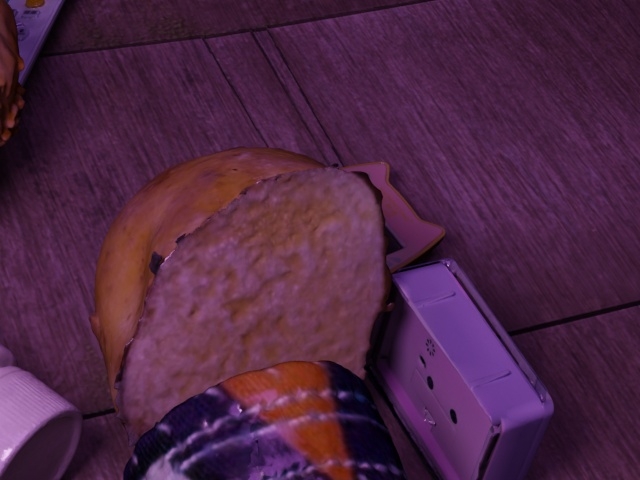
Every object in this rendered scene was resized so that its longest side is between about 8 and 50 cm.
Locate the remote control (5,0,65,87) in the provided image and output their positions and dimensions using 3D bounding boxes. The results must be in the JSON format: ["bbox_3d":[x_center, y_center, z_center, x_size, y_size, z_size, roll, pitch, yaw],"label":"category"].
[{"bbox_3d":[-0.348,-0.221,1.714,0.103,0.051,0.293,4,44,8],"label":"remote control"}]

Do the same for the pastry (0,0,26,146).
[{"bbox_3d":[-0.423,-0.136,1.511,0.284,0.184,0.316,0,53,16],"label":"pastry"}]

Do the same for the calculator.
[{"bbox_3d":[0.000,0.000,1.597,0.236,0.033,0.157,-20,55,-26],"label":"calculator"}]

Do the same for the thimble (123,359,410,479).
[{"bbox_3d":[-0.036,0.213,1.259,0.237,0.237,0.150,-10,54,-22],"label":"thimble"}]

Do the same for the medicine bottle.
[{"bbox_3d":[-0.334,0.128,1.318,0.252,0.144,0.144,31,48,21],"label":"medicine bottle"}]

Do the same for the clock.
[{"bbox_3d":[0.121,0.128,1.419,0.073,0.145,0.193,-14,52,-25],"label":"clock"}]

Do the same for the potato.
[{"bbox_3d":[-0.096,0.033,1.415,0.288,0.301,0.237,2,21,-34],"label":"potato"}]
